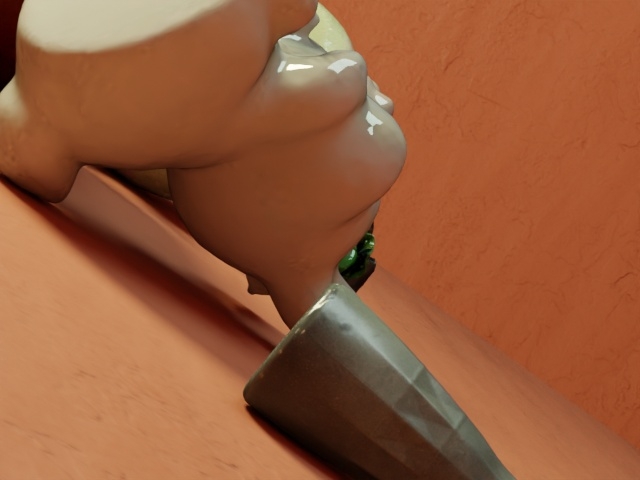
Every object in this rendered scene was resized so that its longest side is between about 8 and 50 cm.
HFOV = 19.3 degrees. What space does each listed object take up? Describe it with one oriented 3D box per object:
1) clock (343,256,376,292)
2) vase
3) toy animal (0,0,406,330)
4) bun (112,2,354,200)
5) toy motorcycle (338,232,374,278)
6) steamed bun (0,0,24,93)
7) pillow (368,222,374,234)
[{"bbox_3d":[-0.083,-0.041,2.114,0.325,0.067,0.325,35,3,-2],"label":"clock"},{"bbox_3d":[0.062,0.122,1.052,0.214,0.086,0.086,40,3,2],"label":"vase"},{"bbox_3d":[-0.066,-0.055,1.334,0.367,0.241,0.196,51,4,-41],"label":"toy animal"},{"bbox_3d":[-0.095,-0.124,1.847,0.283,0.283,0.179,39,-33,46],"label":"bun"},{"bbox_3d":[0.000,0.000,1.918,0.106,0.074,0.190,59,26,1],"label":"toy motorcycle"},{"bbox_3d":[-0.229,-0.228,1.464,0.235,0.248,0.379,40,-27,1],"label":"steamed bun"},{"bbox_3d":[-0.035,-0.082,2.152,0.241,0.051,0.093,39,5,25],"label":"pillow"}]
